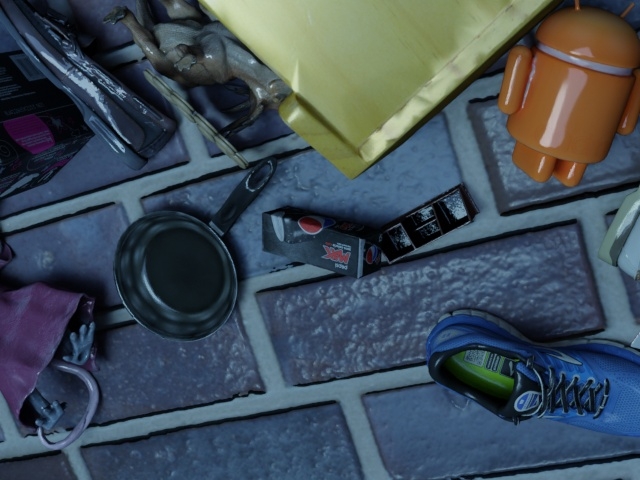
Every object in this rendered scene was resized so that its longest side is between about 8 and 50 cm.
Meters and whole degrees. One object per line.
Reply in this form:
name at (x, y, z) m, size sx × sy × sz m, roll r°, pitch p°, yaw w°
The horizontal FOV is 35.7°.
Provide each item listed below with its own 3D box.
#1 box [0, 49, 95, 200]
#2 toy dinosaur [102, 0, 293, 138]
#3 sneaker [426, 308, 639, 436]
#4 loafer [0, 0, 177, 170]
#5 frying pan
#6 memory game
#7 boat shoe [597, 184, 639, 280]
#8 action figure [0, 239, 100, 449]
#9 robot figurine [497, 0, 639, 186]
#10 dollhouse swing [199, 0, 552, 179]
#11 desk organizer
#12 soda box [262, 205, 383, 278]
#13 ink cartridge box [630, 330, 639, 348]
box at (-0.452, -0.151, 1.352) m, size 0.142 × 0.247 × 0.163 m, roll -39°, pitch 91°, yaw 24°
toy dinosaur at (-0.157, -0.238, 1.305) m, size 0.295 × 0.200 × 0.127 m, roll 30°, pitch 76°, yaw 32°
sneaker at (0.286, 0.190, 1.258) m, size 0.329 × 0.147 × 0.130 m, roll 12°, pitch 110°, yaw 15°
loafer at (-0.321, -0.238, 1.374) m, size 0.095 × 0.109 × 0.302 m, roll -39°, pitch 97°, yaw 6°
frying pan at (-0.187, -0.007, 1.414) m, size 0.197 × 0.053 × 0.326 m, roll 23°, pitch 110°, yaw 11°
memory game at (-0.162, -0.157, 1.293) m, size 0.186 × 0.186 × 0.012 m, roll 43°, pitch 88°, yaw 2°
boat shoe at (0.432, -0.081, 1.139) m, size 0.103 × 0.113 × 0.302 m, roll 33°, pitch 126°, yaw 22°
action figure at (-0.494, 0.108, 1.520) m, size 0.370 × 0.248 × 0.276 m, roll 28°, pitch 157°, yaw 22°
robot figurine at (0.296, -0.175, 1.155) m, size 0.158 × 0.128 × 0.220 m, roll 21°, pitch 113°, yaw 15°
dollhouse swing at (0.080, -0.301, 1.086) m, size 0.347 × 0.315 × 0.305 m, roll -42°, pitch 89°, yaw 25°
desk organizer at (0.137, -0.021, 1.297) m, size 0.130 × 0.050 × 0.047 m, roll -29°, pitch 95°, yaw 24°
soda box at (0.000, 0.000, 1.320) m, size 0.168 × 0.053 × 0.060 m, roll 14°, pitch 111°, yaw 36°
ink cartridge box at (0.503, 0.034, 1.121) m, size 0.238 × 0.060 × 0.275 m, roll 19°, pitch 115°, yaw -20°
